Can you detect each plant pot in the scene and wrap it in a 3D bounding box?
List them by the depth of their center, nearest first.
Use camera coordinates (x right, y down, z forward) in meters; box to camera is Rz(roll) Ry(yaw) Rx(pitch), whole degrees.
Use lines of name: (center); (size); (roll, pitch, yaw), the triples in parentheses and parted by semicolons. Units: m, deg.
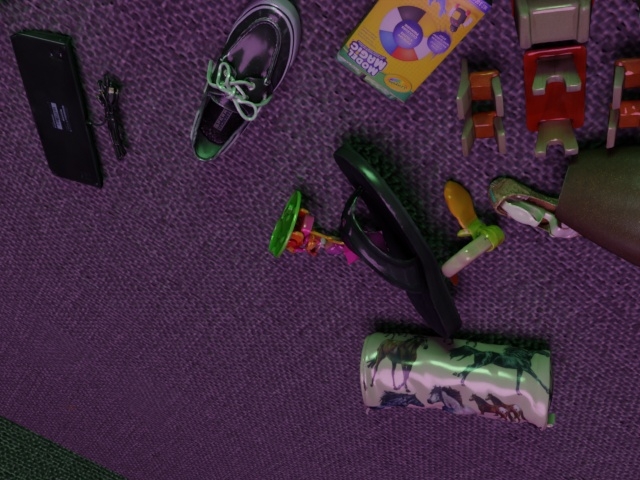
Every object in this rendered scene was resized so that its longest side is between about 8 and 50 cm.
plant pot: (0.480, -0.057, 0.950); (0.230, 0.215, 0.215); (18, 137, 21)

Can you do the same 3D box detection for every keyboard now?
keyboard: (-0.444, -0.227, 1.177); (0.201, 0.033, 0.317); (16, 136, 11)

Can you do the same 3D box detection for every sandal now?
sandal: (0.127, 0.033, 1.132); (0.107, 0.167, 0.446); (-37, 121, -8)

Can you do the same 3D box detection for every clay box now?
clay box: (0.123, -0.298, 0.918); (0.127, 0.053, 0.222); (32, 132, -13)

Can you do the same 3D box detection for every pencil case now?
pencil case: (0.291, 0.298, 1.350); (0.410, 0.160, 0.184); (4, 125, 13)

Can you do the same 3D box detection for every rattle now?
rattle: (0.234, 0.003, 1.163); (0.142, 0.130, 0.200); (37, 165, 4)

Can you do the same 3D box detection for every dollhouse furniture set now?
dollhouse furniture set: (0.323, -0.247, 0.880); (0.261, 0.135, 0.259); (-1, 143, 19)

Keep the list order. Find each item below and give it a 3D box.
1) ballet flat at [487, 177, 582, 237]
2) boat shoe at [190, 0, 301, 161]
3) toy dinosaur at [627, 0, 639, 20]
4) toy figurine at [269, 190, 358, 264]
ballet flat: (0.375, -0.040, 1.072); (0.206, 0.067, 0.073); (19, 135, -1)
boat shoe: (-0.132, -0.244, 1.011); (0.113, 0.105, 0.306); (33, 133, -15)
toy dinosaur: (0.413, -0.387, 0.718); (0.160, 0.121, 0.314); (27, 102, -13)
toy figurine: (0.000, 0.000, 1.211); (0.159, 0.130, 0.173); (19, 157, -14)
